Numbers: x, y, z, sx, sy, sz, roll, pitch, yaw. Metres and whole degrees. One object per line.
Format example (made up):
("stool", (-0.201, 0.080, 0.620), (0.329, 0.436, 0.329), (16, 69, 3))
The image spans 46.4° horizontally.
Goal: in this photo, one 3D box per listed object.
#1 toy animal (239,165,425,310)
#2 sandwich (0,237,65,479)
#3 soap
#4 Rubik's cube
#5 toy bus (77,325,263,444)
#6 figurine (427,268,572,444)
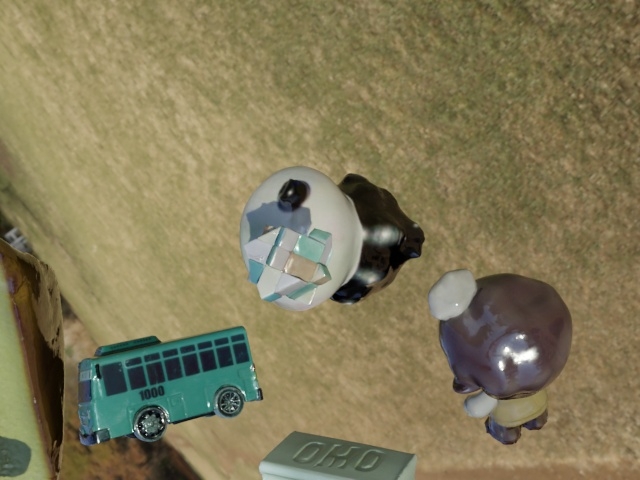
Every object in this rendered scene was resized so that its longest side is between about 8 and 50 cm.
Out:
("toy animal", (-0.008, -0.001, 1.105), (0.212, 0.266, 0.213), (-4, 84, 46))
("sandwich", (-0.253, 0.086, 0.578), (0.096, 0.094, 0.258), (-111, 23, -58))
("soap", (0.035, 0.450, 1.424), (0.265, 0.160, 0.088), (5, 104, 25))
("Rubik's cube", (-0.031, 0.023, 0.715), (0.073, 0.084, 0.075), (-167, 83, -68))
("toy bus", (-0.145, 0.132, 0.695), (0.079, 0.160, 0.092), (-24, 77, 61))
("figurine", (0.316, 0.195, 1.272), (0.365, 0.218, 0.206), (70, -175, -56))
